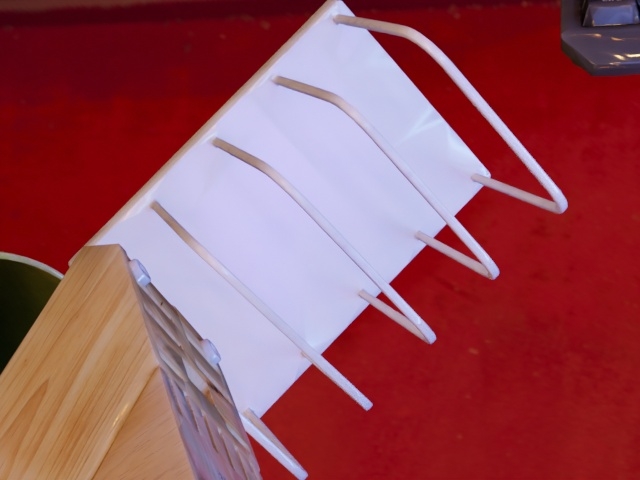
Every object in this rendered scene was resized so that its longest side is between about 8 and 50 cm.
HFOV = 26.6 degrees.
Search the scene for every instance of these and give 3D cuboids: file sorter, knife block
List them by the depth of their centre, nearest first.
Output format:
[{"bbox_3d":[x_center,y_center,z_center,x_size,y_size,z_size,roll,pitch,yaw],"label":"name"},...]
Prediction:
[{"bbox_3d":[-0.136,0.155,0.568,0.242,0.088,0.275,-33,36,3],"label":"knife block"},{"bbox_3d":[0.000,0.000,0.953,0.277,0.193,0.173,-46,23,-4],"label":"file sorter"}]

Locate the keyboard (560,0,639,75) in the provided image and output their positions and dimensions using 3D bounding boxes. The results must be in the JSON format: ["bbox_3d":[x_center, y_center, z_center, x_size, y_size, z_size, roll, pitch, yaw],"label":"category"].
[{"bbox_3d":[0.151,-0.074,0.336,0.180,0.108,0.023,-1,119,11],"label":"keyboard"}]

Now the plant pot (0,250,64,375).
[{"bbox_3d":[-0.382,0.117,1.331,0.293,0.275,0.274,20,90,57],"label":"plant pot"}]
